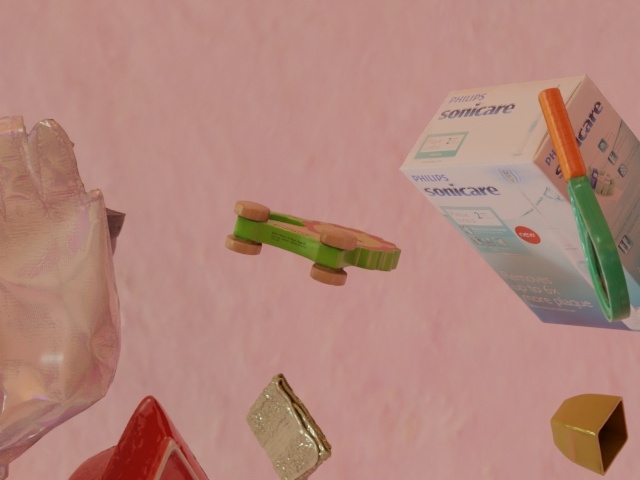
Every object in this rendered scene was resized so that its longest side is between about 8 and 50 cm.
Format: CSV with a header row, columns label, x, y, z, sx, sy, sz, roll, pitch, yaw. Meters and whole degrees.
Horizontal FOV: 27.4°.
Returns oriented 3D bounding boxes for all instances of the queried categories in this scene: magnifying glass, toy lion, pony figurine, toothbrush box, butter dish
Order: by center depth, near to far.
label,x,y,z,sx,sy,sz,roll,pitch,yaw
pony figurine,-0.253,0.122,0.819,0.302,0.363,0.351,-17,97,-11
toy lion,0.000,0.000,0.868,0.100,0.096,0.034,18,101,19
butter dish,-0.141,0.216,0.896,0.118,0.160,0.160,-13,121,23
magnifying glass,0.248,-0.035,1.240,0.026,0.092,0.231,-14,75,4
toothbrush box,0.269,-0.035,1.456,0.295,0.216,0.126,46,66,-28

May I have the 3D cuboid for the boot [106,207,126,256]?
label,x,y,z,sx,sy,sz,roll,pitch,yaw
boot,-0.396,0.061,1.860,0.118,0.338,0.223,18,98,26

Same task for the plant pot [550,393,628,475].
label,x,y,z,sx,sy,sz,roll,pitch,yaw
plant pot,0.364,0.258,1.799,0.083,0.081,0.081,12,132,37

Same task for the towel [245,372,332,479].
label,x,y,z,sx,sy,sz,roll,pitch,yaw
towel,-0.038,0.214,1.452,0.027,0.148,0.110,-27,76,-26
